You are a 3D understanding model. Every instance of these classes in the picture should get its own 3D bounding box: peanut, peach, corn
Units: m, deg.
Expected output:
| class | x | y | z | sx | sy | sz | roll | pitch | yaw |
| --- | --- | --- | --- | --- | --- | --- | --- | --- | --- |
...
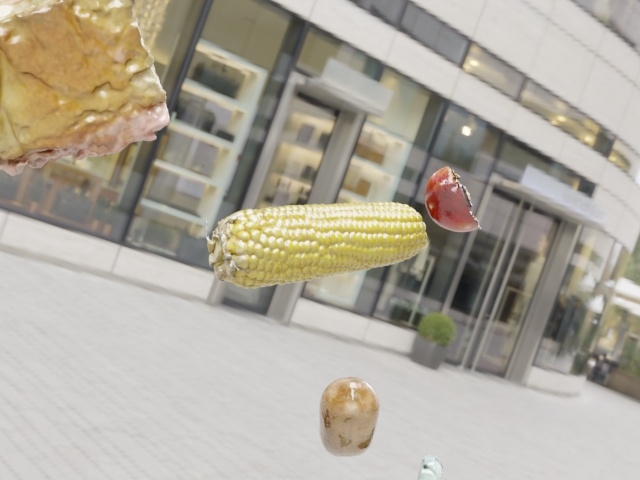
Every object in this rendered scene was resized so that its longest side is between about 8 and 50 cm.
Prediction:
| class | x | y | z | sx | sy | sz | roll | pitch | yaw |
| --- | --- | --- | --- | --- | --- | --- | --- | --- | --- |
| peanut | 0.035 | 0.231 | 1.127 | 0.076 | 0.076 | 0.152 | 20 | -41 | 17 |
| peach | 0.173 | -0.050 | 1.189 | 0.098 | 0.061 | 0.098 | 60 | 9 | -16 |
| corn | 0.000 | 0.000 | 1.180 | 0.305 | 0.106 | 0.106 | -6 | 12 | -25 |

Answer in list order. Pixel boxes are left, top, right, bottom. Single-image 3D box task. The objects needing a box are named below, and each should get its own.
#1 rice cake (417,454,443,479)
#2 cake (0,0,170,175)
| class | x | y | z | sx | sy | sz | roll | pitch | yaw |
| --- | --- | --- | --- | --- | --- | --- | --- | --- | --- |
| rice cake | 0.143 | 0.407 | 1.231 | 0.038 | 0.211 | 0.124 | 7 | -9 | 8 |
| cake | -0.432 | -0.285 | 1.456 | 0.314 | 0.293 | 0.307 | -22 | 28 | -11 |
